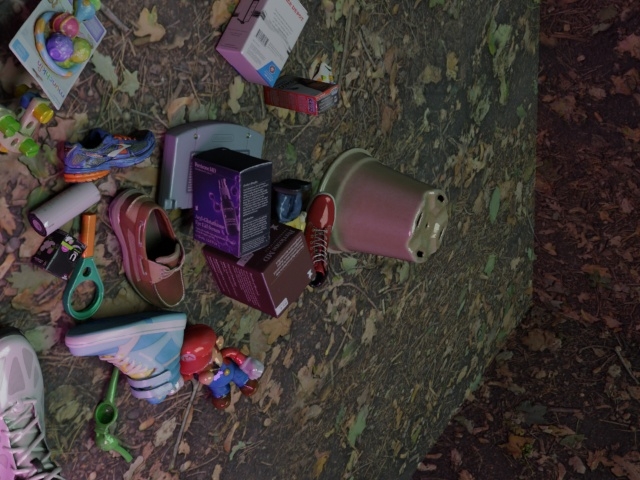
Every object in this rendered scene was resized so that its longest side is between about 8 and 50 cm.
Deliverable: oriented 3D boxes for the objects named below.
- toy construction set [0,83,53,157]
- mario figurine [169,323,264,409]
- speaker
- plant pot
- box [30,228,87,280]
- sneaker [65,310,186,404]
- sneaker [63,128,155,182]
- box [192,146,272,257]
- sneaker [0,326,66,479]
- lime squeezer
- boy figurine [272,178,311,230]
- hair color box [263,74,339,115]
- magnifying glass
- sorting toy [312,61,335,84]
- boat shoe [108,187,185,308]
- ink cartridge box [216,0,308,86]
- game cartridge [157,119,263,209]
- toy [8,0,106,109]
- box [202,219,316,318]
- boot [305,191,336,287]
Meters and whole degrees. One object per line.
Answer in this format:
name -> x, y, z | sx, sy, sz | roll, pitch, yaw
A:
toy construction set -> -0.584, -0.123, 1.272 | 0.328, 0.151, 0.215 | -65, 172, 4
mario figurine -> -0.270, 0.344, 1.934 | 0.198, 0.170, 0.321 | -56, 146, -18
speaker -> -0.496, -0.066, 1.494 | 0.136, 0.055, 0.055 | -43, 138, -37
plant pot -> 0.197, -0.078, 2.272 | 0.333, 0.305, 0.334 | -31, 131, -45
box -> -0.515, 0.027, 1.516 | 0.083, 0.052, 0.062 | -61, 146, -13
sneaker -> -0.415, 0.270, 1.688 | 0.319, 0.127, 0.208 | -4, 95, -54
sneaker -> -0.417, -0.185, 1.531 | 0.221, 0.083, 0.087 | -35, 125, -47
box -> -0.200, -0.089, 1.734 | 0.108, 0.153, 0.207 | -25, 125, -47
sneaker -> -0.544, 0.396, 1.474 | 0.169, 0.257, 0.448 | -22, 123, -49
lime squeezer -> -0.473, 0.413, 1.771 | 0.110, 0.058, 0.311 | -26, 126, -47
boy figurine -> -0.091, -0.018, 2.078 | 0.177, 0.092, 0.285 | -27, 126, -58
hair color box -> -0.048, -0.360, 1.896 | 0.093, 0.167, 0.054 | -37, 134, -41
magnifying glass -> -0.487, 0.055, 1.597 | 0.092, 0.026, 0.231 | -13, 116, -52
sorting toy -> 0.015, -0.438, 2.075 | 0.083, 0.044, 0.075 | 16, 73, -57
boat shoe -> -0.360, 0.036, 1.687 | 0.123, 0.116, 0.325 | -47, 141, -31
ink cartridge box -> -0.132, -0.485, 1.783 | 0.148, 0.085, 0.203 | 41, 71, -55
game cartridge -> -0.252, -0.180, 1.796 | 0.297, 0.062, 0.198 | -10, 110, -53
toy -> -0.436, -0.358, 1.341 | 0.237, 0.056, 0.137 | -81, 152, -42
box -> -0.151, 0.056, 1.925 | 0.168, 0.203, 0.167 | -48, 140, -32
boot -> 0.000, 0.000, 2.127 | 0.176, 0.088, 0.245 | -106, -156, -64
